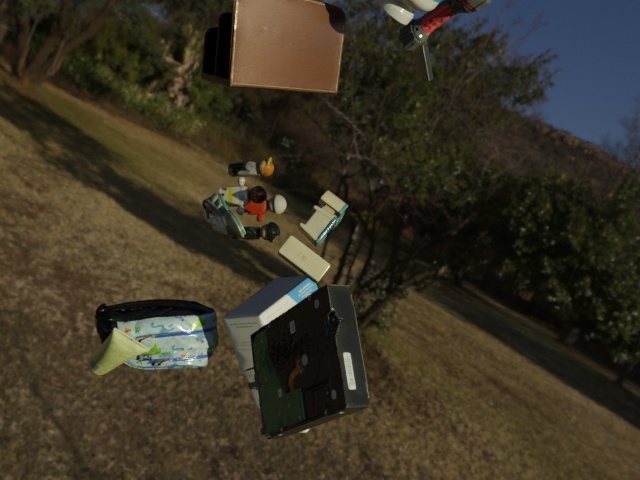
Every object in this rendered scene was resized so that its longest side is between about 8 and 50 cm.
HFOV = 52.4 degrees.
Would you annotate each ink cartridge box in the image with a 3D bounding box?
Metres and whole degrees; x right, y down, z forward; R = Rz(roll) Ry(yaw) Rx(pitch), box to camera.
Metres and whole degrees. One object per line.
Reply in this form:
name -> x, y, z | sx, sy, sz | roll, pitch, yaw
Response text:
ink cartridge box -> -0.094, 0.343, 1.993 | 0.166, 0.395, 0.285 | -8, 18, 37

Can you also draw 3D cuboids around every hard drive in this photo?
hard drive -> 0.338, -0.610, 2.169 | 0.094, 0.022, 0.135 | -121, -170, -53
hard drive -> -0.033, 0.254, 1.307 | 0.064, 0.237, 0.339 | 6, -28, -32

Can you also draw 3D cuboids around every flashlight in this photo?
flashlight -> 0.363, -0.665, 1.929 | 0.103, 0.103, 0.304 | -12, -11, -45

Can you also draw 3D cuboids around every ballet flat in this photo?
ballet flat -> -0.247, -0.052, 1.628 | 0.213, 0.068, 0.072 | 49, -18, 54

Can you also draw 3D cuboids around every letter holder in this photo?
letter holder -> -0.109, -0.474, 1.551 | 0.302, 0.214, 0.152 | -5, 21, -35

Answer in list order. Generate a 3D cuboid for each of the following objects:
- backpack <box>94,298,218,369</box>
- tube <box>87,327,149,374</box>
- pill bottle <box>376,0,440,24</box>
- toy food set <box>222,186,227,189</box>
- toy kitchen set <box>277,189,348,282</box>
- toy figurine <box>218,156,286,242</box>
backpack -> -0.497, 0.289, 2.030 | 0.355, 0.273, 0.290 | -16, 3, -20
tube -> -0.482, 0.262, 1.531 | 0.070, 0.062, 0.240 | -5, -19, -37
pill bottle -> 0.237, -0.606, 1.415 | 0.146, 0.264, 0.146 | 29, 30, -19
toy food set -> -0.391, -0.166, 2.506 | 0.019, 0.078, 0.122 | 34, -26, -4
toy kitchen set -> 0.000, 0.000, 1.637 | 0.122, 0.207, 0.166 | 38, -13, 3
toy figurine -> -0.189, -0.115, 1.871 | 0.148, 0.209, 0.213 | -1, 38, 11
